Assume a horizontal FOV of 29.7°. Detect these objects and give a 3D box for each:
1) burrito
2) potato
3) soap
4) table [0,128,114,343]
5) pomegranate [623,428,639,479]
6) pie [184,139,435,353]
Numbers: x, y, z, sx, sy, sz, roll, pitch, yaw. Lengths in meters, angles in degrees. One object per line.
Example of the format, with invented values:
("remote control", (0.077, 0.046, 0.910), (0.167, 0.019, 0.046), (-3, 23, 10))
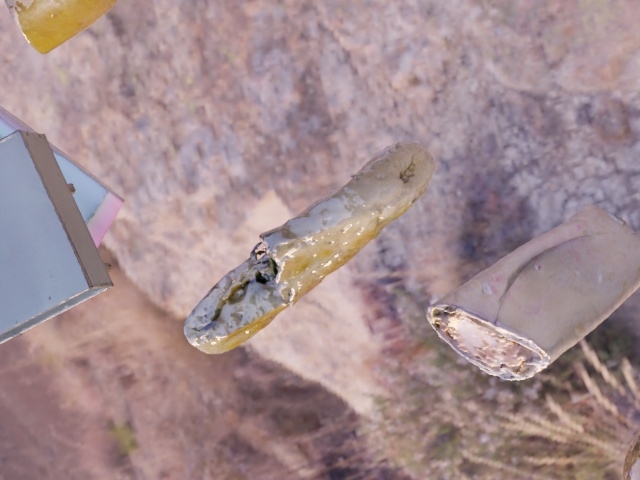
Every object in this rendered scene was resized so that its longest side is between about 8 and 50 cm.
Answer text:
("burrito", (0.284, 0.070, 1.523), (0.143, 0.299, 0.105), (53, 153, 12))
("potato", (-0.296, -0.337, 1.413), (0.178, 0.158, 0.203), (64, -179, -48))
("soap", (-0.391, -0.091, 1.575), (0.324, 0.109, 0.193), (36, 177, 23))
("table", (-0.269, 0.031, 0.878), (0.122, 0.240, 0.111), (65, -169, 6))
("pomegranate", (0.471, 0.280, 1.351), (0.260, 0.260, 0.260), (40, 139, 47))
("pie", (0.000, 0.000, 1.268), (0.075, 0.337, 0.337), (51, 151, 3))
